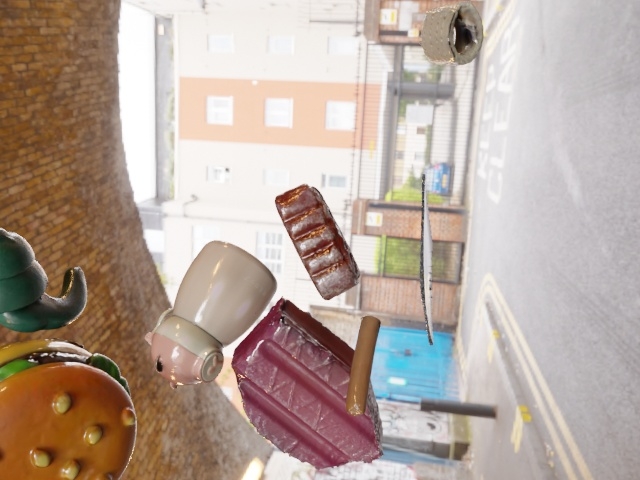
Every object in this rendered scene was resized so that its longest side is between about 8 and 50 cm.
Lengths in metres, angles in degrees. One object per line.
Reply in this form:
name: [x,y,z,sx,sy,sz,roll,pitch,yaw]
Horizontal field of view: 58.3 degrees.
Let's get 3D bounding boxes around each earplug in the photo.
earplug: [-0.620,0.081,1.213,0.257,0.164,0.280,-31,-45,-34]

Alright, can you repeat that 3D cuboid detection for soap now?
soap: [-0.009,0.249,0.922,0.182,0.289,0.112,-47,10,16]

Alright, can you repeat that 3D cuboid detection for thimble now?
thimble: [0.262,-0.407,1.138,0.090,0.102,0.115,30,149,58]

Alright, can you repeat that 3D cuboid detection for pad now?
pad: [0.219,0.044,1.179,0.269,0.012,0.270,70,-158,-51]

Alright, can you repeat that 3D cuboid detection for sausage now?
sausage: [0.049,0.140,0.647,0.026,0.026,0.116,81,-161,-54]

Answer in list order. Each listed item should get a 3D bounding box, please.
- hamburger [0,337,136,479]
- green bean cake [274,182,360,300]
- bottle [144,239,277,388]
hamburger: [-0.608,0.430,1.237,0.395,0.277,0.396,-9,-74,-37]
green bean cake: [0.000,0.000,0.690,0.135,0.056,0.135,4,-120,-87]
bottle: [-0.187,0.130,0.944,0.236,0.147,0.147,-59,-21,-23]
